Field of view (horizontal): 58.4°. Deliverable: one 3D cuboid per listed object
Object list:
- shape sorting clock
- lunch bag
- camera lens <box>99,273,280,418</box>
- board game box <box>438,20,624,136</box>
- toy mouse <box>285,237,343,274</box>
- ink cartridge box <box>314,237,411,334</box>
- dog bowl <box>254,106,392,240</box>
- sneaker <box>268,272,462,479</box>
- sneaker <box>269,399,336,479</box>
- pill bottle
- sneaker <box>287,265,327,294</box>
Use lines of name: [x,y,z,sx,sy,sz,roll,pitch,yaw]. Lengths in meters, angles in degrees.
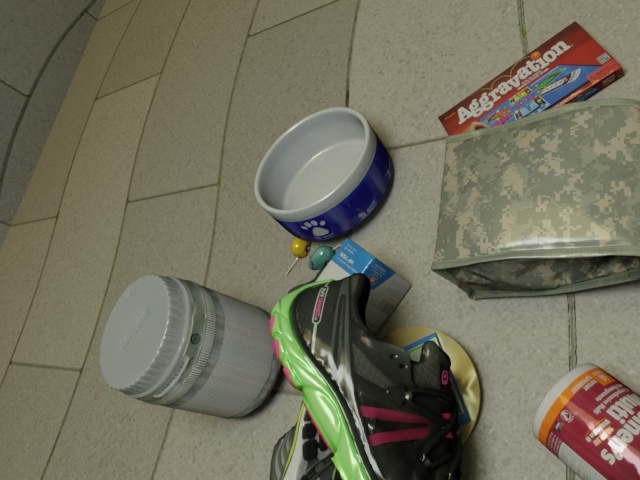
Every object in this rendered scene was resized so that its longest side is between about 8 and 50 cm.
shape sorting clock: [0.147,0.236,0.885,0.206,0.040,0.206,-16,61,31]
lunch bag: [0.326,-0.052,0.814,0.287,0.169,0.235,-10,60,41]
camera lens: [-0.223,0.196,1.039,0.220,0.274,0.219,-21,56,35]
board game box: [0.354,-0.249,1.000,0.281,0.027,0.145,-34,48,20]
toy mouse: [0.000,0.000,1.145,0.143,0.031,0.160,8,71,42]
ink cartridge box: [0.034,0.128,0.972,0.231,0.134,0.078,-54,46,1]
dog bowl: [0.004,-0.133,1.138,0.265,0.104,0.264,-22,46,24]
sneaker: [0.112,0.243,0.753,0.202,0.185,0.482,-32,72,-2]
sneaker: [-0.024,0.324,0.919,0.121,0.111,0.299,8,76,62]
pill bottle: [0.363,0.250,0.644,0.121,0.121,0.221,-52,45,3]
sneaker: [-0.010,0.117,1.078,0.170,0.051,0.089,-32,50,28]
